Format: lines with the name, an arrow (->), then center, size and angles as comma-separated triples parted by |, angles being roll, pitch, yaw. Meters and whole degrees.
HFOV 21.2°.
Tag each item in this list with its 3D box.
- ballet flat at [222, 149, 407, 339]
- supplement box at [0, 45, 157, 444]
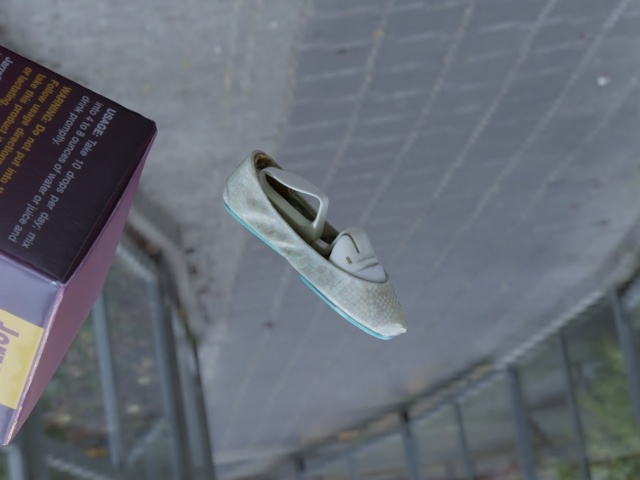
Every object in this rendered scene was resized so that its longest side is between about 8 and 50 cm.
ballet flat -> 0.000, 0.000, 1.179 | 0.057, 0.168, 0.052 | -25, 151, -58
supplement box -> -0.163, -0.024, 0.575 | 0.188, 0.081, 0.104 | 26, 138, -1
